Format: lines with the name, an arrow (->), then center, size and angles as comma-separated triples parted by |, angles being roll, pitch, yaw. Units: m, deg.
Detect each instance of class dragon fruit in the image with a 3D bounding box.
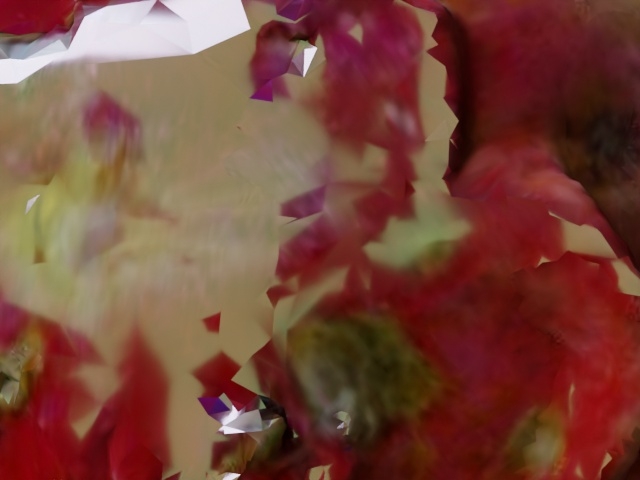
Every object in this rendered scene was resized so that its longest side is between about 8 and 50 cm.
dragon fruit -> 0.000, 0.000, 0.630 | 0.386, 0.249, 0.370 | -5, 66, 21
